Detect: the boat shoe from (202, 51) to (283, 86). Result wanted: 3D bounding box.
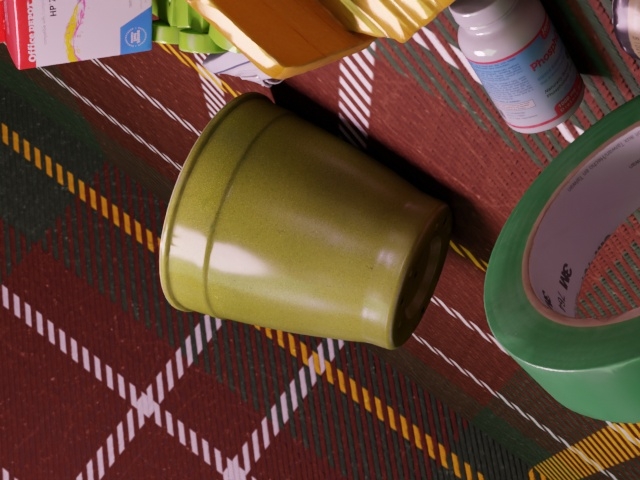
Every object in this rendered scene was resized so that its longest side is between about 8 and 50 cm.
[{"bbox_3d":[-0.083,-0.251,1.529,0.084,0.095,0.258,48,165,-21],"label":"boat shoe"}]

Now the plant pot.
[{"bbox_3d":[0.000,0.000,1.697,0.353,0.366,0.366,21,162,18],"label":"plant pot"}]

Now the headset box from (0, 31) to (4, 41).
[{"bbox_3d":[-0.471,-0.426,1.542,0.246,0.283,0.131,26,162,39],"label":"headset box"}]

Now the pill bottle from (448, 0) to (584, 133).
[{"bbox_3d":[0.187,-0.184,1.066,0.087,0.087,0.160,23,160,48],"label":"pill bottle"}]

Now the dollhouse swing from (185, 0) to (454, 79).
[{"bbox_3d":[-0.054,-0.235,0.862,0.315,0.305,0.347,43,148,-9],"label":"dollhouse swing"}]

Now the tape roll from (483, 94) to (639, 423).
[{"bbox_3d":[0.284,-0.004,0.908,0.077,0.321,0.321,43,166,-25],"label":"tape roll"}]

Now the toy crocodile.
[{"bbox_3d":[-0.158,-0.314,1.470,0.105,0.115,0.340,-4,-162,-26],"label":"toy crocodile"}]

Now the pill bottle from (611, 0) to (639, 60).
[{"bbox_3d":[0.320,-0.155,0.743,0.219,0.123,0.123,28,163,38],"label":"pill bottle"}]

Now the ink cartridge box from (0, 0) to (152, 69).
[{"bbox_3d":[-0.341,-0.306,1.444,0.078,0.231,0.134,55,150,41],"label":"ink cartridge box"}]
